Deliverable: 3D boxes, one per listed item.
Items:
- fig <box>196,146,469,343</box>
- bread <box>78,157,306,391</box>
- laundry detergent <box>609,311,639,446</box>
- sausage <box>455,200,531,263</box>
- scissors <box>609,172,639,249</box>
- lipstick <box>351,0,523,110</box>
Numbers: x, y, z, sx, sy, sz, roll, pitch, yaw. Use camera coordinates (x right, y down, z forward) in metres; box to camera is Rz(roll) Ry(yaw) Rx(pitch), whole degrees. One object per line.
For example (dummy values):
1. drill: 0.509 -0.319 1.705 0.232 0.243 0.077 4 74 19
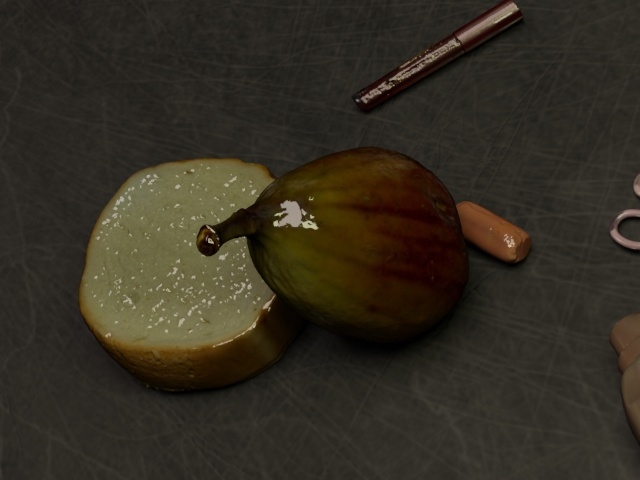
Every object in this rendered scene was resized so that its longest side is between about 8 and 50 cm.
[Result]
1. fig: -0.001 0.001 1.520 0.145 0.274 0.170 -30 66 40
2. bread: -0.111 0.028 1.672 0.236 0.070 0.236 -13 54 18
3. laundry detergent: 0.324 0.129 1.384 0.171 0.076 0.237 -30 48 4
4. sausage: 0.145 -0.008 1.589 0.083 0.034 0.034 32 76 39
5. scissors: 0.324 -0.013 1.510 0.176 0.022 0.085 18 65 38
6. lipstick: 0.109 -0.172 1.724 0.176 0.027 0.027 -31 50 6
